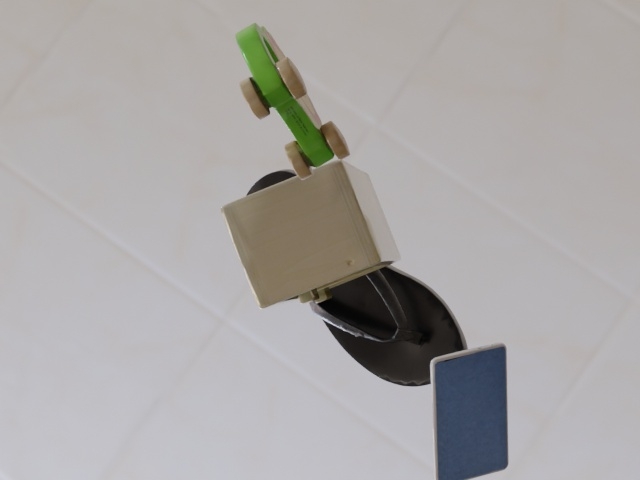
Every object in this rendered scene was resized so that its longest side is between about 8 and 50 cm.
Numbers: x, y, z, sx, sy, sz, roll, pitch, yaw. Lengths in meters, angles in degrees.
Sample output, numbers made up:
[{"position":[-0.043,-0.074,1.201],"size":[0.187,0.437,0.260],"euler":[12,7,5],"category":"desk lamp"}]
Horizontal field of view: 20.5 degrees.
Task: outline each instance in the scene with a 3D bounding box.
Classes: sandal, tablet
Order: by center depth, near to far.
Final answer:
[{"position":[0.091,0.106,1.075],"size":[0.054,0.006,0.083],"euler":[-11,-72,-27],"category":"tablet"},{"position":[0.024,0.043,1.623],"size":[0.097,0.254,0.054],"euler":[-49,-5,15],"category":"sandal"}]

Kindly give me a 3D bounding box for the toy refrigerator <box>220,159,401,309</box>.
[{"position":[0.000,0.000,1.457],"size":[0.102,0.094,0.269],"euler":[-22,-2,5],"category":"toy refrigerator"}]

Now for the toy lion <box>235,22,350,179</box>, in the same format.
[{"position":[-0.023,-0.090,1.017],"size":[0.034,0.096,0.100],"euler":[-29,-39,6],"category":"toy lion"}]
